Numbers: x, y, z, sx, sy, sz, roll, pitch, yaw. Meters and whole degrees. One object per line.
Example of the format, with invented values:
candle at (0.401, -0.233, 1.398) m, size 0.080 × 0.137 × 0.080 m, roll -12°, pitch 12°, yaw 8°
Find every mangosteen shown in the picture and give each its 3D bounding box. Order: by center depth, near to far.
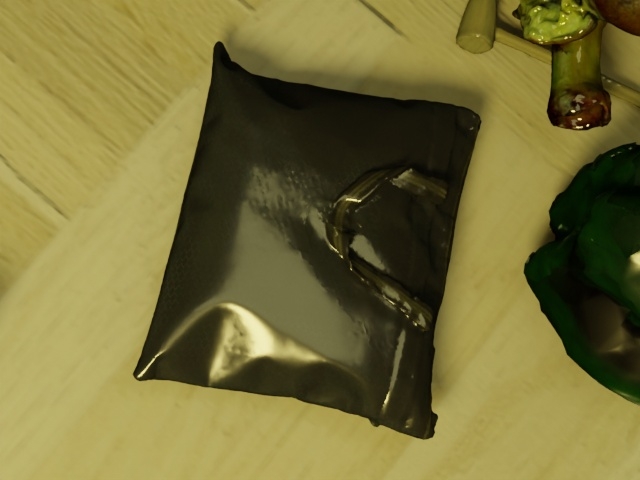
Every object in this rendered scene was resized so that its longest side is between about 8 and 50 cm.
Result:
mangosteen at (0.193, -0.227, 1.087) m, size 0.231 × 0.231 × 0.289 m, roll 16°, pitch 93°, yaw -10°

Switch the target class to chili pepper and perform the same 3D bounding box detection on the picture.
chili pepper at (0.282, 0.046, 1.075) m, size 0.261 × 0.174 × 0.165 m, roll 30°, pitch 45°, yaw -3°

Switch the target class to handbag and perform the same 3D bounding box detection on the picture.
handbag at (0.000, 0.000, 1.053) m, size 0.211 × 0.089 × 0.254 m, roll 14°, pitch 71°, yaw -8°

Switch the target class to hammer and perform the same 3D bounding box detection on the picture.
hammer at (0.199, -0.141, 1.168) m, size 0.195 × 0.028 × 0.060 m, roll 24°, pitch 66°, yaw -11°
